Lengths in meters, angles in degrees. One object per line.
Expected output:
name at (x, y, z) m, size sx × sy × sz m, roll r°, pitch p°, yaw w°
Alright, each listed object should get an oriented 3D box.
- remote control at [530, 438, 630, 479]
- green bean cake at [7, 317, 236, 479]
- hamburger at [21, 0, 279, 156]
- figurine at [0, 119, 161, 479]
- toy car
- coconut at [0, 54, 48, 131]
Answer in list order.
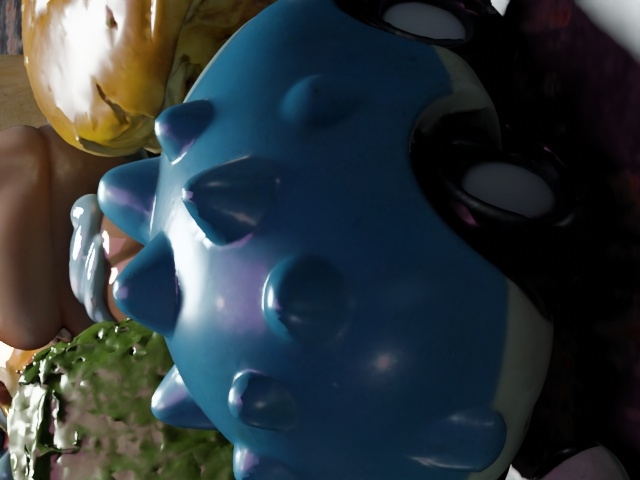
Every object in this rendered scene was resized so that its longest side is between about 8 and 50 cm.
remote control at (0.108, 0.202, 0.551) m, size 0.097 × 0.045 × 0.256 m, roll 130°, pitch 139°, yaw -62°
green bean cake at (-0.073, 0.143, 0.853) m, size 0.113 × 0.200 × 0.214 m, roll 33°, pitch -140°, yaw -60°
hamburger at (-0.098, -0.202, 0.964) m, size 0.314 × 0.170 × 0.290 m, roll -108°, pitch 35°, yaw -45°
figurine at (-0.189, 0.049, 1.192) m, size 0.388 × 0.248 × 0.277 m, roll 97°, pitch 160°, yaw -49°
toy car at (0.000, 0.000, 0.648) m, size 0.255 × 0.190 × 0.188 m, roll -107°, pitch 24°, yaw -45°
coconut at (-0.348, -0.061, 1.575) m, size 0.329 × 0.328 × 0.329 m, roll 180°, pitch 90°, yaw -71°
